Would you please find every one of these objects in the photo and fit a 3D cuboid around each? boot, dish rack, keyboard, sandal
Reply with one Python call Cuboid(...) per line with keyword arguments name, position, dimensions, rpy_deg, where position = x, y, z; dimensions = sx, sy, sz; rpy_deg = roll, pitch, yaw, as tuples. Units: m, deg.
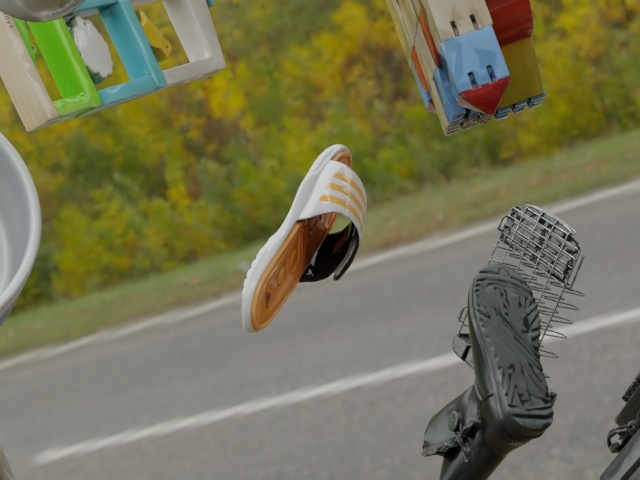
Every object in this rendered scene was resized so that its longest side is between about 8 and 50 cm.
Cuboid(name="boot", position=(0.194, 0.180, 1.961), dimensions=(0.094, 0.246, 0.207), rpy_deg=(9, -36, -26))
Cuboid(name="dish rack", position=(0.298, 0.091, 2.267), dimensions=(0.074, 0.271, 0.208), rpy_deg=(13, 15, -32))
Cuboid(name="keyboard", position=(0.374, 0.129, 1.696), dimensions=(0.201, 0.033, 0.317), rpy_deg=(-59, -9, -30))
Cuboid(name="sandal", position=(0.000, 0.009, 1.593), dimensions=(0.076, 0.102, 0.265), rpy_deg=(14, 44, 16))

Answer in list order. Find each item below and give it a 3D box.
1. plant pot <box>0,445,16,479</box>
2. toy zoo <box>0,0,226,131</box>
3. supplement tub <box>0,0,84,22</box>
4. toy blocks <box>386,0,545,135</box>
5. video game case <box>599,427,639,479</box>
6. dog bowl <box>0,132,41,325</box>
Cuboid(name="plant pot", position=(-0.368, 0.287, 1.337), dimensions=(0.323, 0.280, 0.323), rpy_deg=(3, 36, -2))
Cuboid(name="toy zoo", position=(-0.188, -0.215, 1.363), dimensions=(0.030, 0.192, 0.293), rpy_deg=(-24, 2, 36))
Cuboid(name="supplement tub", position=(-0.083, -0.279, 0.684), dimensions=(0.338, 0.207, 0.207), rpy_deg=(-50, 12, -9))
Cuboid(name="toy blocks", position=(0.131, -0.225, 1.496), dimensions=(0.190, 0.261, 0.381), rpy_deg=(-19, -7, -1))
Cuboid(name="video game case", position=(0.433, 0.172, 1.421), dimensions=(0.275, 0.248, 0.035), rpy_deg=(-57, 23, 28))
Cuboid(name="dog bowl", position=(-0.399, -0.006, 1.447), dimensions=(0.265, 0.265, 0.104), rpy_deg=(-22, -15, -30))
